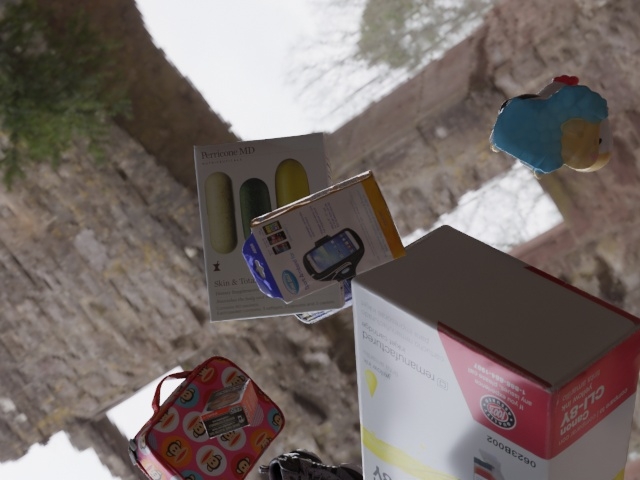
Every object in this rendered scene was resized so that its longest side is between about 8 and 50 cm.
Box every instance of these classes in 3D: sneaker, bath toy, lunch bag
[{"bbox_3d":[-0.014,0.538,2.269,0.153,0.268,0.101,2,-84,-49],"label":"sneaker"},{"bbox_3d":[0.319,-0.158,1.372,0.151,0.129,0.348,32,-166,5],"label":"bath toy"},{"bbox_3d":[-0.238,0.380,2.076,0.258,0.120,0.293,44,-133,-1],"label":"lunch bag"}]

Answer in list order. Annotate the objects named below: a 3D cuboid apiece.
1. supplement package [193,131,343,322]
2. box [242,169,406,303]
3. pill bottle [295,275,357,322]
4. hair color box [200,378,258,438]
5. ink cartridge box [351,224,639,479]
[{"bbox_3d":[-0.074,-0.017,1.587,0.198,0.199,0.263,27,-123,-87],"label":"supplement package"},{"bbox_3d":[0.000,0.000,0.927,0.028,0.136,0.081,-88,-25,-71],"label":"box"},{"bbox_3d":[0.044,0.067,1.972,0.123,0.219,0.123,44,-147,-38],"label":"pill bottle"},{"bbox_3d":[-0.147,0.273,1.676,0.141,0.072,0.043,-83,-26,-82],"label":"hair color box"},{"bbox_3d":[0.189,0.219,1.164,0.160,0.279,0.385,-29,-50,-33],"label":"ink cartridge box"}]
